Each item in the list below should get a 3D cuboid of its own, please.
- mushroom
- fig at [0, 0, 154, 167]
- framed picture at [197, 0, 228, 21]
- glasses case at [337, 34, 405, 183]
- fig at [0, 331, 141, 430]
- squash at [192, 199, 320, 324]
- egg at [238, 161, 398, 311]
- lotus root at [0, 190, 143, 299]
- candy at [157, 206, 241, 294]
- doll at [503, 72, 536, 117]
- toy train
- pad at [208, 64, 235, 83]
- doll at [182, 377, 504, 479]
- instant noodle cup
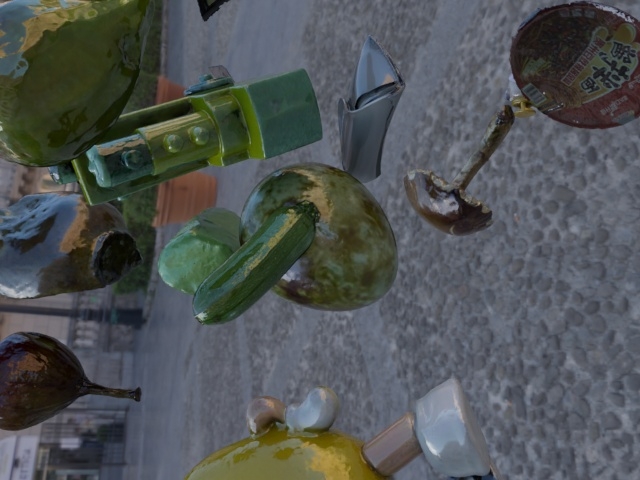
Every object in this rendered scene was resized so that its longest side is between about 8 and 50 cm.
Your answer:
[{"bbox_3d":[0.362,-0.132,1.438,0.208,0.301,0.233,63,-172,19],"label":"mushroom"},{"bbox_3d":[-0.263,-0.161,0.617,0.167,0.233,0.167,162,90,-73],"label":"fig"},{"bbox_3d":[-0.116,-0.440,0.844,0.199,0.010,0.195,-49,-20,-22],"label":"framed picture"},{"bbox_3d":[0.074,-0.214,1.052,0.308,0.083,0.128,94,163,-69],"label":"glasses case"},{"bbox_3d":[-0.495,0.254,1.155,0.190,0.290,0.191,166,90,-84],"label":"fig"},{"bbox_3d":[-0.079,0.028,0.795,0.219,0.068,0.077,-47,19,-19],"label":"squash"},{"bbox_3d":[0.000,0.000,1.014,0.289,0.238,0.238,37,127,20],"label":"egg"},{"bbox_3d":[-0.485,0.002,1.141,0.260,0.267,0.149,10,121,32],"label":"lotus root"},{"bbox_3d":[-0.207,0.019,1.170,0.132,0.142,0.343,-43,7,6],"label":"candy"},{"bbox_3d":[0.442,-0.337,1.344,0.084,0.073,0.127,-12,76,55],"label":"doll"},{"bbox_3d":[-0.207,-0.154,0.899,0.237,0.369,0.150,14,123,56],"label":"toy train"},{"bbox_3d":[-0.182,-0.309,1.307,0.003,0.157,0.112,-41,27,-13],"label":"pad"},{"bbox_3d":[0.028,0.316,0.671,0.423,0.348,0.161,-52,-13,13],"label":"doll"},{"bbox_3d":[0.487,-0.332,1.097,0.091,0.274,0.274,-53,9,-25],"label":"instant noodle cup"}]
